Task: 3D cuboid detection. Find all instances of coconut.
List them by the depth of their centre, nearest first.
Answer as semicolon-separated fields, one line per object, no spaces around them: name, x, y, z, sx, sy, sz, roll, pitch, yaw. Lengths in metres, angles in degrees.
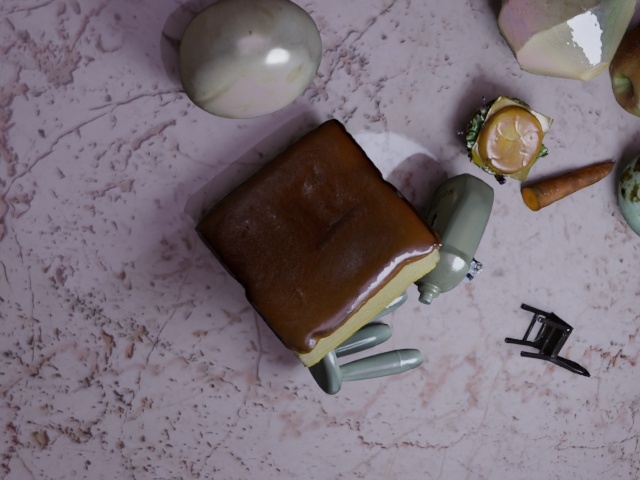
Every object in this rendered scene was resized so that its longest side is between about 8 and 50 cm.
coconut;0.460;-0.414;1.507;0.259;0.259;0.259;-5;108;-17

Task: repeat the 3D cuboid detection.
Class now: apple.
apple;0.699;-0.347;1.641;0.188;0.174;0.207;-33;98;-9

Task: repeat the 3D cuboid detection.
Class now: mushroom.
mushroom;-0.127;-0.318;1.365;0.246;0.202;0.246;-22;154;-11

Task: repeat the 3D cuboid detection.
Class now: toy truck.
toy truck;0.275;0.036;1.677;0.063;0.052;0.123;-46;113;5

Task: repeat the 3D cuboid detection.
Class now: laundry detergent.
laundry detergent;0.236;0.005;1.554;0.091;0.181;0.253;28;69;-16

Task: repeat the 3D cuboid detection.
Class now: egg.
egg;0.719;-0.085;1.723;0.169;0.169;0.231;-28;125;-8

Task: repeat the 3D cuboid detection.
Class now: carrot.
carrot;0.532;-0.121;1.718;0.224;0.057;0.057;-21;112;-16

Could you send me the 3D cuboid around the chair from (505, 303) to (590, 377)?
chair;0.528;0.224;1.802;0.213;0.084;0.101;18;104;-22

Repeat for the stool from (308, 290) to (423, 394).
stool;0.062;0.171;1.579;0.199;0.195;0.195;-23;112;-16

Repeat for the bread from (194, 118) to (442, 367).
bread;0.000;0.000;1.447;0.333;0.143;0.323;-39;69;-6

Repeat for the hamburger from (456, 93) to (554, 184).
hamburger;0.363;-0.203;1.609;0.190;0.093;0.164;31;97;-22
